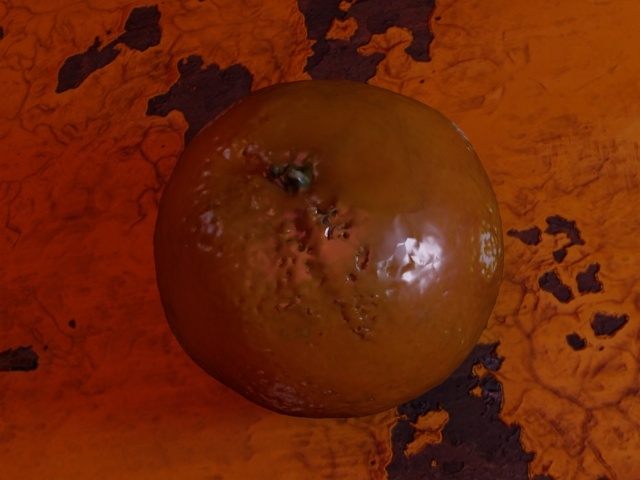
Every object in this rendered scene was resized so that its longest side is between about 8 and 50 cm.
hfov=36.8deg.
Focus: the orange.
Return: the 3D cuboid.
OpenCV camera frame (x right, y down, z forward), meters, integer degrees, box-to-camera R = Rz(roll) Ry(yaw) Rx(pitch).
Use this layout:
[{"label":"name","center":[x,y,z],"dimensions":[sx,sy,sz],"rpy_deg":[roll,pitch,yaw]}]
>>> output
[{"label":"orange","center":[0.000,0.000,1.126],"dimensions":[0.424,0.326,0.423],"rpy_deg":[-7,65,16]}]
